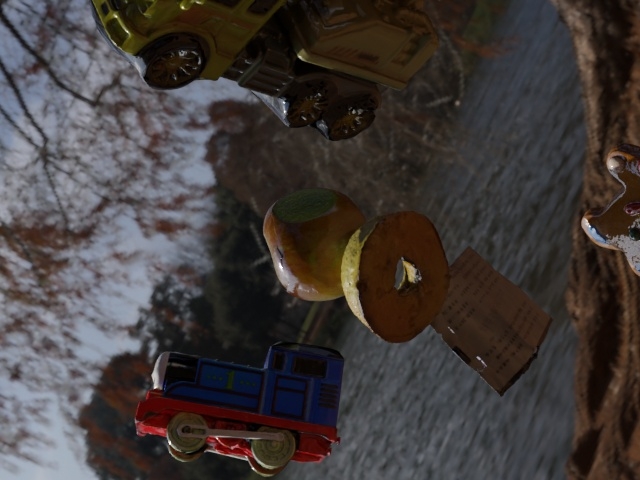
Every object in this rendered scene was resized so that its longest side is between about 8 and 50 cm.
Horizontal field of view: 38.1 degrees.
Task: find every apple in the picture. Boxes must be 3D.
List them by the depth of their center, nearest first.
[{"bbox_3d":[0.002,0.005,1.310,0.163,0.147,0.146,-111,2,-59],"label":"apple"}]

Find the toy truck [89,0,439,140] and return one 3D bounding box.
[{"bbox_3d":[-0.035,-0.258,0.966,0.254,0.181,0.405,-42,-30,29],"label":"toy truck"}]

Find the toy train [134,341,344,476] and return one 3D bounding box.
[{"bbox_3d":[-0.080,0.168,0.956,0.083,0.203,0.131,112,167,-66],"label":"toy train"}]

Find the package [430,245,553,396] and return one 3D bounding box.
[{"bbox_3d":[0.280,0.118,1.530,0.062,0.204,0.251,-49,-5,41],"label":"package"}]

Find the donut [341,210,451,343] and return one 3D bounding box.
[{"bbox_3d":[0.096,0.043,1.235,0.162,0.065,0.178,-29,-65,-30],"label":"donut"}]

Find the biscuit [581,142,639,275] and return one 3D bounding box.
[{"bbox_3d":[0.540,-0.071,1.483,0.049,0.205,0.324,-40,-19,-38],"label":"biscuit"}]
